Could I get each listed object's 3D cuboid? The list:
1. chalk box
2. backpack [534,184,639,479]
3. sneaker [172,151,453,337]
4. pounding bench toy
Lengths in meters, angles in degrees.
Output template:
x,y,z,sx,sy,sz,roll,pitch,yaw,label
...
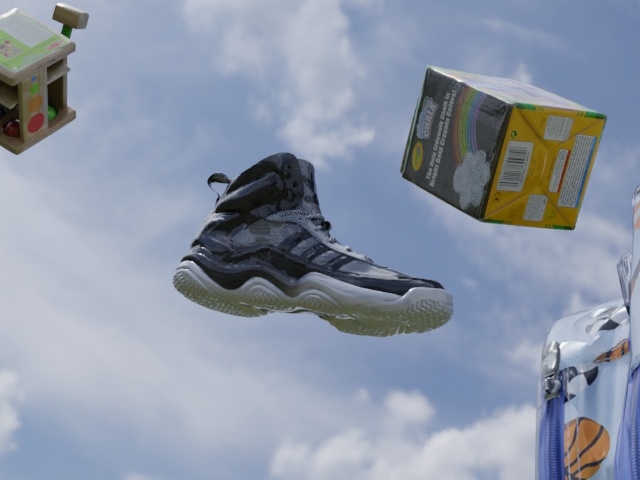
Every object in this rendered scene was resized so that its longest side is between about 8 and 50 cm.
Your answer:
x,y,z,sx,sy,sz,roll,pitch,yaw,label
0.182,-0.108,1.517,0.132,0.132,0.213,4,18,-30,chalk box
0.198,0.098,0.484,0.276,0.263,0.213,40,-62,-14,backpack
0.000,0.000,1.310,0.268,0.153,0.101,7,-16,16,sneaker
-0.175,-0.101,0.857,0.052,0.083,0.065,31,-42,23,pounding bench toy
